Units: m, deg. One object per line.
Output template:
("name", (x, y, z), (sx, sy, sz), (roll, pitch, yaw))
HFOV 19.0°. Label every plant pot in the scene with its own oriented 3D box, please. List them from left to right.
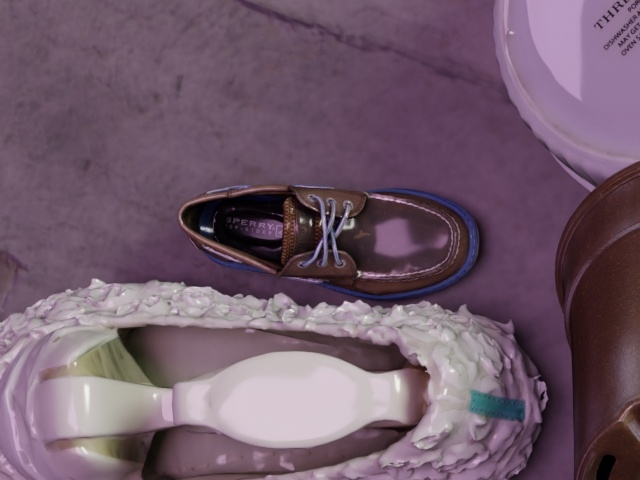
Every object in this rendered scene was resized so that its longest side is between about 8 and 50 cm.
("plant pot", (0.192, 0.069, 0.931), (0.167, 0.165, 0.167), (6, 129, 7))

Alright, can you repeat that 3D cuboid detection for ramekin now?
("ramekin", (0.190, -0.116, 1.016), (0.207, 0.109, 0.207), (-3, 84, 25))

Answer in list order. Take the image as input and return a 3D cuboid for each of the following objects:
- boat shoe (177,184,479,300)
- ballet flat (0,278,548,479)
("boat shoe", (0.000, 0.000, 1.119), (0.183, 0.066, 0.066), (1, 86, 26))
("ballet flat", (-0.075, 0.088, 1.111), (0.408, 0.147, 0.147), (-6, 83, 25))
